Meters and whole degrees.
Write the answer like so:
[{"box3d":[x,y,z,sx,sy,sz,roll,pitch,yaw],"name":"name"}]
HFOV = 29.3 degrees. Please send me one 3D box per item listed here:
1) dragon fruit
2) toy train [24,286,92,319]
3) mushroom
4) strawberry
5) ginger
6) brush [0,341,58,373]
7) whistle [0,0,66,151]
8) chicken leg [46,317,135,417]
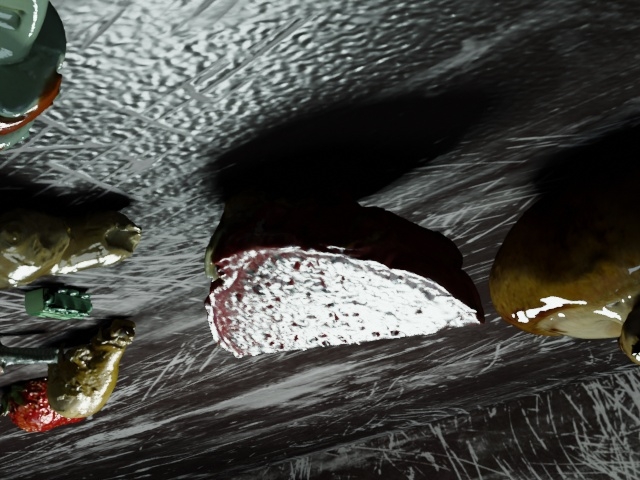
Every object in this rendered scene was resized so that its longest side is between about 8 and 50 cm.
[{"box3d":[0.000,0.000,1.269,0.317,0.152,0.205,-8,145,29],"name":"dragon fruit"},{"box3d":[-0.320,0.078,1.514,0.053,0.033,0.083,-12,164,27],"name":"toy train"},{"box3d":[0.353,0.045,1.357,0.345,0.260,0.345,-8,163,-2],"name":"mushroom"},{"box3d":[-0.438,0.271,2.034,0.187,0.082,0.146,-6,170,-26],"name":"strawberry"},{"box3d":[-0.348,0.012,1.215,0.333,0.081,0.148,-7,-176,2],"name":"ginger"},{"box3d":[-0.519,0.159,1.657,0.323,0.051,0.070,0,155,-17],"name":"brush"},{"box3d":[-0.223,-0.117,0.810,0.101,0.106,0.253,-18,170,-31],"name":"whistle"},{"box3d":[-0.325,0.171,1.742,0.085,0.101,0.207,1,141,-40],"name":"chicken leg"}]
